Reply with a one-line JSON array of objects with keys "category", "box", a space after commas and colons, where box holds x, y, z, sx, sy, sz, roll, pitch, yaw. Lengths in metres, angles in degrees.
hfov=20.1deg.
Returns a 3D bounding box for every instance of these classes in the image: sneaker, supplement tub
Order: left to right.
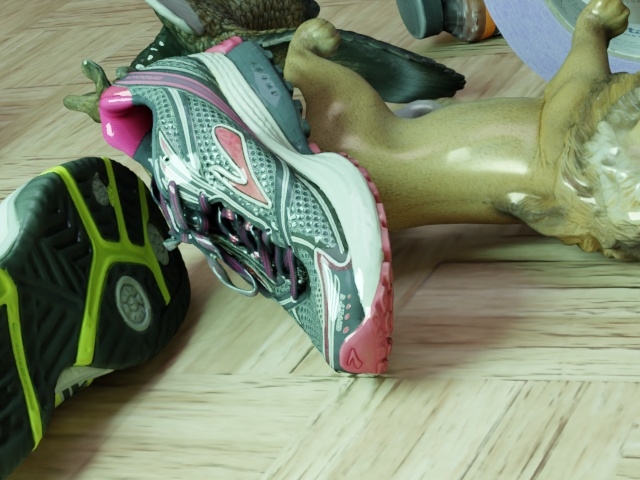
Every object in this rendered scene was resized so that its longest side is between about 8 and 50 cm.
[{"category": "sneaker", "box": [-0.212, 0.055, 1.138, 0.147, 0.145, 0.385, -21, 8, 29]}, {"category": "sneaker", "box": [-0.043, -0.014, 1.150, 0.112, 0.121, 0.299, -16, 42, -22]}, {"category": "supplement tub", "box": [0.171, -0.250, 1.695, 0.198, 0.106, 0.106, -18, 22, -13]}]

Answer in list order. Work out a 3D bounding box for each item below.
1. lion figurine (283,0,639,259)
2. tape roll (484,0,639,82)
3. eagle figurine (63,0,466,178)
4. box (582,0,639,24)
[{"category": "lion figurine", "box": [0.108, -0.061, 1.230, 0.392, 0.142, 0.240, -9, 34, 24]}, {"category": "tape roll", "box": [0.258, -0.240, 1.393, 0.275, 0.275, 0.090, -7, 23, 15]}, {"category": "eagle figurine", "box": [-0.058, -0.156, 1.499, 0.298, 0.226, 0.225, -30, 7, -25]}, {"category": "box", "box": [0.341, -0.258, 1.599, 0.181, 0.119, 0.182, -30, 28, -35]}]
